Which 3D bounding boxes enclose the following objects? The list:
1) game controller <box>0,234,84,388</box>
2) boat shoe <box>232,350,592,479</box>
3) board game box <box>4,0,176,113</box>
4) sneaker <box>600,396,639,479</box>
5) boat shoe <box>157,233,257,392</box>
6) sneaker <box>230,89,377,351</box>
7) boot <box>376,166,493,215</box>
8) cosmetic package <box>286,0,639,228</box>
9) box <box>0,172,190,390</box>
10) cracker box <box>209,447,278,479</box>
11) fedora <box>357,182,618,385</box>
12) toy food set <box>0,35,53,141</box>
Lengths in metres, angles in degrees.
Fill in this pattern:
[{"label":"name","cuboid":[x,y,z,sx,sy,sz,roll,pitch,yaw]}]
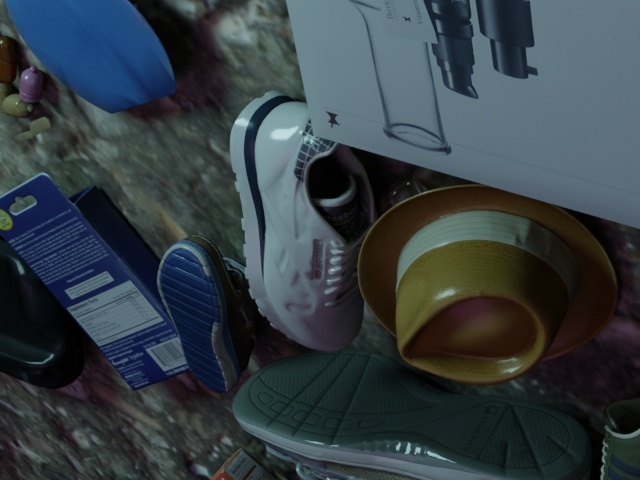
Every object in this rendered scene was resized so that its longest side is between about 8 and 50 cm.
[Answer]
[{"label":"game controller","cuboid":[-0.367,0.039,1.851,0.319,0.067,0.166,19,124,29]},{"label":"boat shoe","cuboid":[0.071,0.172,1.513,0.320,0.118,0.103,9,129,28]},{"label":"board game box","cuboid":[-0.171,-0.166,1.461,0.133,0.033,0.169,50,149,-20]},{"label":"sneaker","cuboid":[0.241,0.154,1.381,0.086,0.064,0.192,47,145,7]},{"label":"boat shoe","cuboid":[-0.090,0.049,1.575,0.066,0.066,0.183,28,148,23]},{"label":"sneaker","cuboid":[0.000,0.000,1.413,0.095,0.090,0.235,20,140,37]},{"label":"boot","cuboid":[0.103,-0.021,1.350,0.106,0.037,0.114,43,140,-5]},{"label":"cosmetic package","cuboid":[0.147,-0.152,1.118,0.377,0.097,0.284,17,140,31]},{"label":"box","cuboid":[-0.198,0.032,1.686,0.225,0.036,0.136,50,144,-14]},{"label":"cracker box","cuboid":[-0.044,0.332,1.766,0.232,0.067,0.155,41,110,3]},{"label":"fedora","cuboid":[0.113,0.047,1.331,0.194,0.079,0.194,10,134,11]},{"label":"toy food set","cuboid":[-0.267,-0.146,1.585,0.078,0.019,0.122,-18,106,51]}]
